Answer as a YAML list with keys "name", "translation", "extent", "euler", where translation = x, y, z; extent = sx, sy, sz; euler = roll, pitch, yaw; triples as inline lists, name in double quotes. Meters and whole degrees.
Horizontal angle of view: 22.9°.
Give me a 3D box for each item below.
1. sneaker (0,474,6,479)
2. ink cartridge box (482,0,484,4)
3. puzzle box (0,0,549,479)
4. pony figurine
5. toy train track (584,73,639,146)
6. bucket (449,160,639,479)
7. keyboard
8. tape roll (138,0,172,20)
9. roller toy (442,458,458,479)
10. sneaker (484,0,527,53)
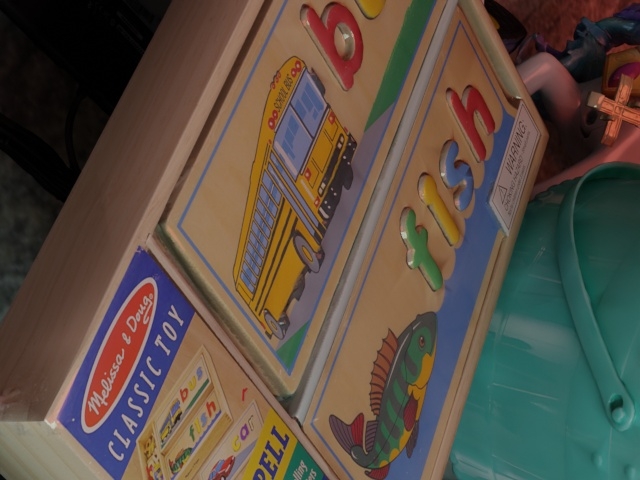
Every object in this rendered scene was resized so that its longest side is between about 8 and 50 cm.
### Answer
- name: "sneaker"
  translation: [-0.246, 0.178, 0.791]
  extent: [0.319, 0.112, 0.131]
  euler: [0, 125, -53]
- name: "ink cartridge box"
  translation: [0.023, -0.133, 0.924]
  extent: [0.223, 0.045, 0.223]
  euler: [8, 85, -53]
- name: "puzzle box"
  translation: [0.000, 0.000, 0.775]
  extent: [0.272, 0.052, 0.408]
  euler: [55, 43, -38]
- name: "pony figurine"
  translation: [0.243, -0.038, 1.175]
  extent: [0.363, 0.303, 0.351]
  euler: [-37, 138, -12]
- name: "toy train track"
  translation: [0.211, -0.079, 1.036]
  extent: [0.083, 0.014, 0.048]
  euler: [18, 87, -22]
- name: "bucket"
  translation: [0.218, 0.088, 0.939]
  extent: [0.281, 0.183, 0.281]
  euler: [-12, 107, -42]
- name: "keyboard"
  translation: [-0.132, -0.105, 0.903]
  extent: [0.317, 0.033, 0.201]
  euler: [46, 56, -42]
- name: "tape roll"
  translation: [-0.043, -0.229, 0.931]
  extent: [0.219, 0.072, 0.219]
  euler: [-4, 95, -53]
- name: "roller toy"
  translation: [0.092, 0.223, 1.099]
  extent: [0.146, 0.209, 0.191]
  euler: [-40, 109, -37]
- name: "sneaker"
  translation: [0.074, -0.128, 1.122]
  extent: [0.209, 0.069, 0.082]
  euler: [-27, 153, -54]
